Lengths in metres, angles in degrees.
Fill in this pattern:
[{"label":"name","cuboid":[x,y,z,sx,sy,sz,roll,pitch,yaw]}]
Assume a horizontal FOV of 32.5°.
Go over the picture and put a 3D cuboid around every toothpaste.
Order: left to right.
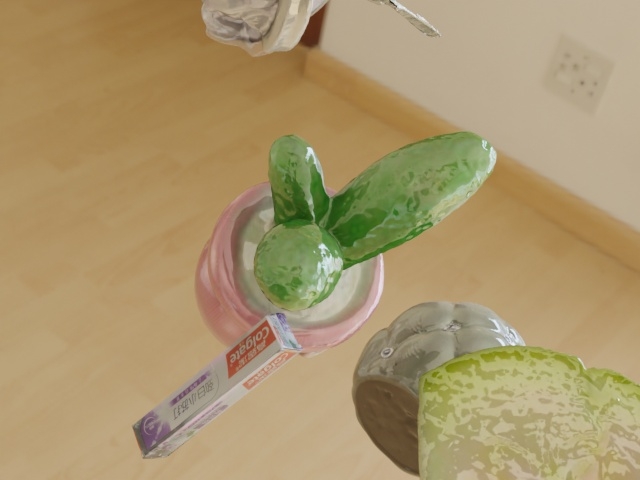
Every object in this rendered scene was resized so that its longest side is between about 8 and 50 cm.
[{"label":"toothpaste","cuboid":[-0.104,0.142,1.068,0.040,0.196,0.047,17,39,-55]}]

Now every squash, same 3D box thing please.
[{"label":"squash","cuboid":[0.127,0.243,0.689,0.210,0.309,0.233,6,54,-8]}]

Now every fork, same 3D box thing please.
[{"label":"fork","cuboid":[0.048,-0.139,0.659,0.016,0.012,0.115,7,-7,30]}]

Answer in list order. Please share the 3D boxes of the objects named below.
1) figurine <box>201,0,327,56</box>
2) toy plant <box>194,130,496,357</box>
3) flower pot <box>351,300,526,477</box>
[{"label":"figurine","cuboid":[-0.065,-0.221,0.772,0.141,0.162,0.237,-16,41,-29]},{"label":"toy plant","cuboid":[0.000,0.005,1.266,0.317,0.356,0.210,-31,79,-29]},{"label":"flower pot","cuboid":[0.169,0.197,1.469,0.246,0.246,0.195,37,52,27]}]
